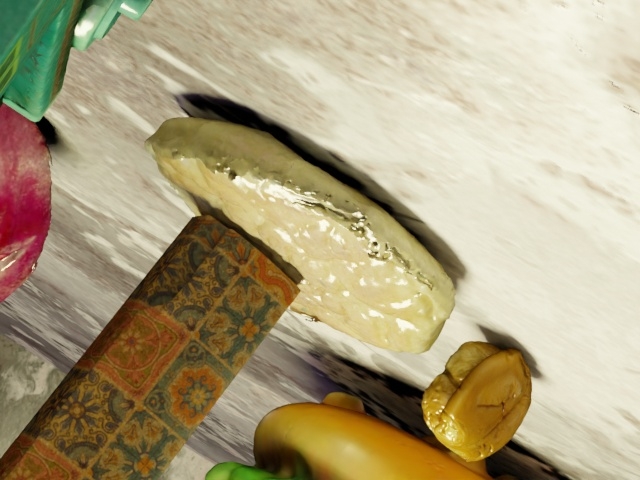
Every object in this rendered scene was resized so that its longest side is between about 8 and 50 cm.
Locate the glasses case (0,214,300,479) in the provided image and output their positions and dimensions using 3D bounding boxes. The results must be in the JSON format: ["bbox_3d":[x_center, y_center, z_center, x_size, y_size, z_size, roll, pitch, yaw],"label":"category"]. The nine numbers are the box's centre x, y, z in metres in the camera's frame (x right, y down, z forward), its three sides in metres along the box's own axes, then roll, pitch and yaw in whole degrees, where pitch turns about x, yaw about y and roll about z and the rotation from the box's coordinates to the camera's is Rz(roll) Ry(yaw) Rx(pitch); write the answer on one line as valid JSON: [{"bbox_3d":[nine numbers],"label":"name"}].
[{"bbox_3d":[-0.106,0.091,0.948,0.075,0.218,0.049,42,163,-16],"label":"glasses case"}]

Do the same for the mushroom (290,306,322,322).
[{"bbox_3d":[0.023,0.054,1.110,0.101,0.019,0.049,16,180,-35],"label":"mushroom"}]

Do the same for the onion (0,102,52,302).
[{"bbox_3d":[-0.332,-0.020,1.211,0.247,0.250,0.111,23,-153,-5],"label":"onion"}]

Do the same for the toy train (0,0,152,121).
[{"bbox_3d":[-0.137,-0.099,0.619,0.120,0.194,0.298,33,168,-6],"label":"toy train"}]

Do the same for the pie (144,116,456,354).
[{"bbox_3d":[-0.002,0.003,0.975,0.185,0.052,0.218,24,162,41],"label":"pie"}]

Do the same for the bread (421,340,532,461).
[{"bbox_3d":[0.102,0.102,1.041,0.046,0.081,0.083,35,138,33],"label":"bread"}]

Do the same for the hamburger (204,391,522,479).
[{"bbox_3d":[0.065,0.302,1.395,0.396,0.277,0.396,31,170,6],"label":"hamburger"}]
